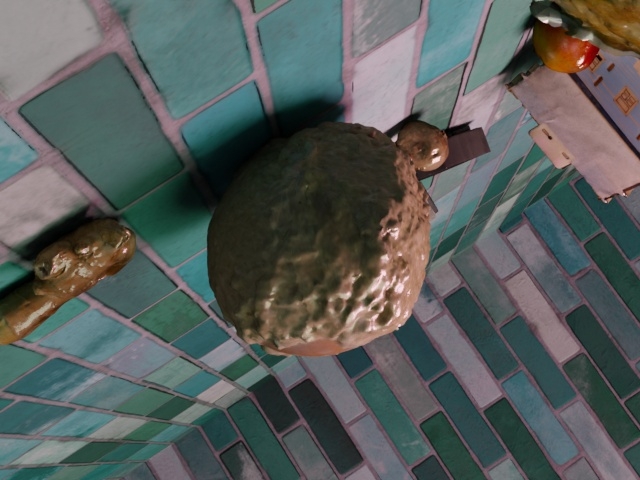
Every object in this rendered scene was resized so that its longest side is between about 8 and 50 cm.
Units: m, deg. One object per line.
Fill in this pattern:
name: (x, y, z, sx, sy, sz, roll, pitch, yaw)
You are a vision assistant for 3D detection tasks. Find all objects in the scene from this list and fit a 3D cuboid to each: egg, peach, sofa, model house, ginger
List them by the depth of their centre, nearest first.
ginger: (-0.276, 0.040, 1.033, 0.214, 0.059, 0.133, -34, 177, 6)
egg: (0.000, 0.000, 1.144, 0.279, 0.279, 0.310, -46, -168, 46)
peach: (0.335, -0.273, 1.332, 0.100, 0.101, 0.101, -33, 169, -7)
ginger: (0.092, -0.101, 1.423, 0.204, 0.080, 0.104, -34, -177, 9)
model house: (0.442, -0.217, 1.508, 0.206, 0.271, 0.178, -45, -175, -27)
sofa: (0.205, -0.147, 1.638, 0.085, 0.060, 0.147, -24, 179, 44)

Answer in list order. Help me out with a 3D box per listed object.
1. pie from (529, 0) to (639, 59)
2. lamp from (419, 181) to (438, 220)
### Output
pie: (0.352, -0.281, 0.810, 0.418, 0.395, 0.180, 95, 14, -77)
lamp: (0.072, -0.017, 1.720, 0.266, 0.047, 0.269, -27, 171, 8)
